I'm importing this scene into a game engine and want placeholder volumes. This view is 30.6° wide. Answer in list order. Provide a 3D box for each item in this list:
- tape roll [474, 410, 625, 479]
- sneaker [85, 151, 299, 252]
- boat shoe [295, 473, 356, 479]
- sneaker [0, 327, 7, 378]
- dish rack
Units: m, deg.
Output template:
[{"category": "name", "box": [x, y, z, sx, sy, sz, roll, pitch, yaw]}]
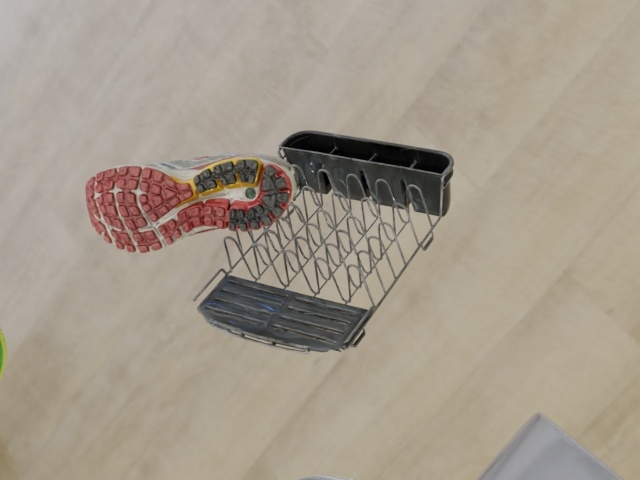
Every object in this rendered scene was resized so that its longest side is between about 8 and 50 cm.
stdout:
[{"category": "tape roll", "box": [0.135, 0.154, 0.391, 0.219, 0.219, 0.072, 39, 90, 25]}, {"category": "sneaker", "box": [-0.126, -0.040, 1.149, 0.225, 0.093, 0.088, -2, 102, 17]}, {"category": "boat shoe", "box": [0.016, 0.279, 1.100, 0.320, 0.103, 0.118, -29, 67, 58]}, {"category": "sneaker", "box": [-0.306, 0.160, 0.743, 0.109, 0.123, 0.295, 26, 73, -4]}, {"category": "dish rack", "box": [0.000, 0.000, 1.206, 0.208, 0.271, 0.074, 11, 135, 31]}]
